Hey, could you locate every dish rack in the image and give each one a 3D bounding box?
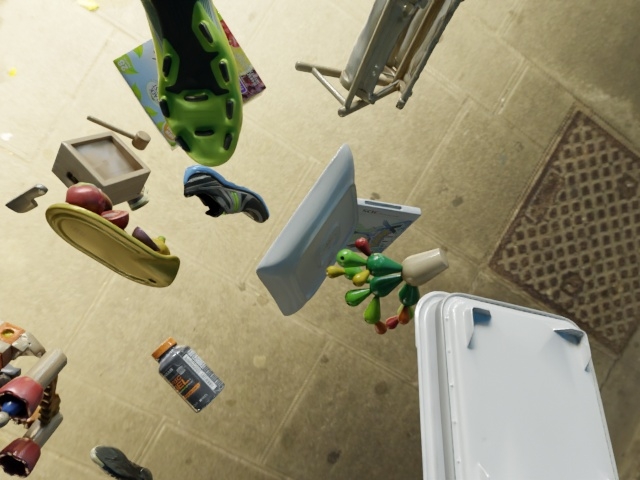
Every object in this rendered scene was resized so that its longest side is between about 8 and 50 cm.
[{"bbox_3d":[0.266,0.225,0.667,0.285,0.072,0.333,14,58,-18],"label":"dish rack"}]

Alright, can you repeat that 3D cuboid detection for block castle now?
[{"bbox_3d":[-0.823,0.332,1.151,0.452,0.213,0.303,22,120,0],"label":"block castle"}]

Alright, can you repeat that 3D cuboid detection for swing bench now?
[{"bbox_3d":[0.128,-0.385,0.955,0.254,0.253,0.165,-16,57,-37],"label":"swing bench"}]

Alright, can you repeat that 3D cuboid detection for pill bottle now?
[{"bbox_3d":[-0.440,0.432,1.693,0.130,0.130,0.246,-44,89,-7],"label":"pill bottle"}]

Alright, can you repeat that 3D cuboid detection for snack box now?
[{"bbox_3d":[-0.232,-0.291,0.934,0.207,0.070,0.175,-36,101,-9],"label":"snack box"}]

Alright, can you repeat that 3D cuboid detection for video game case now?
[{"bbox_3d":[0.157,-0.044,1.896,0.299,0.329,0.036,7,61,-20],"label":"video game case"}]

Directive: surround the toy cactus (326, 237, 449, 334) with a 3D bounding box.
[{"bbox_3d":[0.121,0.061,0.848,0.180,0.112,0.219,-27,122,23],"label":"toy cactus"}]

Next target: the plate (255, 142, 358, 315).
[{"bbox_3d":[0.000,0.000,0.963,0.045,0.278,0.277,28,72,17],"label":"plate"}]

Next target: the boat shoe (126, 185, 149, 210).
[{"bbox_3d":[-0.554,-0.152,1.518,0.080,0.223,0.074,-29,120,-13],"label":"boat shoe"}]

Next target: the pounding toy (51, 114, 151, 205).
[{"bbox_3d":[-0.449,-0.171,1.094,0.181,0.206,0.094,45,124,6],"label":"pounding toy"}]

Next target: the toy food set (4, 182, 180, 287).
[{"bbox_3d":[-0.275,-0.023,0.675,0.218,0.128,0.071,39,55,-26],"label":"toy food set"}]

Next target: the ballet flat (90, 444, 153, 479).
[{"bbox_3d":[-0.382,0.438,0.981,0.049,0.057,0.173,-26,133,1],"label":"ballet flat"}]

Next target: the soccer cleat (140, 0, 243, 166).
[{"bbox_3d":[-0.140,-0.226,0.560,0.093,0.121,0.289,-10,113,8],"label":"soccer cleat"}]

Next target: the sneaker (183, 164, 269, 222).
[{"bbox_3d":[-0.176,-0.071,0.957,0.188,0.067,0.078,27,67,-41],"label":"sneaker"}]
